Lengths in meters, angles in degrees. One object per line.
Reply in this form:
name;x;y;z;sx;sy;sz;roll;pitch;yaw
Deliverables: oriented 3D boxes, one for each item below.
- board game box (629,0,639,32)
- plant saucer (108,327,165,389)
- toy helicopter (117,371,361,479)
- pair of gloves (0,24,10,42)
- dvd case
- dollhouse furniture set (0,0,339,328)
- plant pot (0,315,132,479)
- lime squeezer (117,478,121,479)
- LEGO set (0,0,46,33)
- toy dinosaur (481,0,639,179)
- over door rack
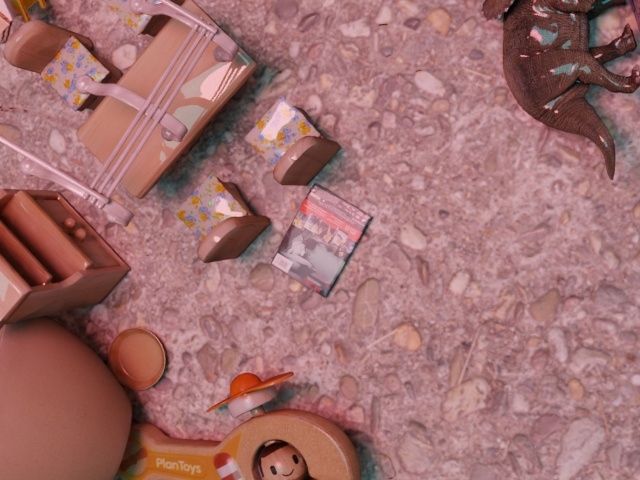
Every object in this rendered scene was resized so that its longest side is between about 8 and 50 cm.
board game box;0.355;-0.253;0.902;0.039;0.160;0.212;-19;87;15
plant saucer;-0.243;0.157;1.149;0.083;0.015;0.084;1;92;15
toy helicopter;-0.117;0.266;1.068;0.355;0.140;0.235;0;99;27
pair of gloves;-0.546;-0.264;1.195;0.204;0.042;0.240;22;97;13
dvd case;0.000;0.000;1.081;0.087;0.013;0.119;31;98;11
dollhouse furniture set;-0.254;-0.104;1.016;0.362;0.256;0.394;45;102;8
plant pot;-0.350;0.237;1.075;0.190;0.284;0.284;22;99;-23
lime squeezer;-0.166;0.429;1.104;0.110;0.059;0.310;-42;83;35
LEGO set;-0.429;-0.341;1.098;0.107;0.132;0.287;-15;63;5
toy dinosaur;0.266;-0.216;0.968;0.160;0.121;0.314;-15;93;27
over door rack;-0.281;-0.196;0.894;0.324;0.108;0.240;33;78;-14
